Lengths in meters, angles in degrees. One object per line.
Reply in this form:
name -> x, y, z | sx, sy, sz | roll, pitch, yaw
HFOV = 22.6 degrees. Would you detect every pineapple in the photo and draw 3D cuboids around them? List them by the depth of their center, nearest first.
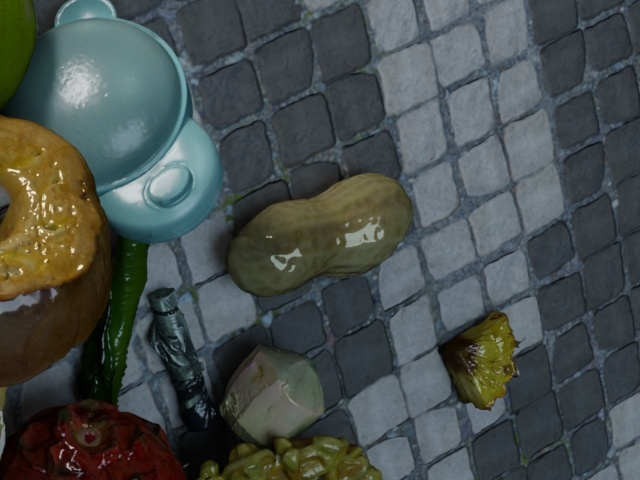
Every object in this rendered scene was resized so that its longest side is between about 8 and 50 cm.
pineapple -> 0.214, 0.159, 2.191 | 0.116, 0.069, 0.137 | 19, 83, -31

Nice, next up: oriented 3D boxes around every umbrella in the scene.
umbrella -> -0.168, 0.147, 1.928 | 0.050, 0.046, 0.188 | -37, 123, -43

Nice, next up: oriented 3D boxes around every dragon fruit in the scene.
dragon fruit -> -0.258, 0.291, 1.780 | 0.241, 0.252, 0.241 | 27, 43, -29

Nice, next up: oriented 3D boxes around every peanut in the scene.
peanut -> 0.000, 0.000, 1.961 | 0.256, 0.123, 0.124 | -23, 116, -24

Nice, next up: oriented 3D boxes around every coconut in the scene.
coconut -> -0.054, 0.190, 1.964 | 0.116, 0.116, 0.122 | 35, 102, -36

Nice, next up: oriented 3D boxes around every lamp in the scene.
lamp -> -0.223, -0.119, 1.694 | 0.209, 0.147, 0.284 | -41, 88, -8

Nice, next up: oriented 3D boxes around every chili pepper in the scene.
chili pepper -> -0.224, 0.074, 1.854 | 0.085, 0.076, 0.359 | -20, 125, -58

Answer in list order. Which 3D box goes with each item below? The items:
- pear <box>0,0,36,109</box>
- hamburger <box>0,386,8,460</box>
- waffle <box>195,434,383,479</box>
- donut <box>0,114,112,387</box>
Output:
pear -> -0.377, -0.225, 1.603 | 0.187, 0.187, 0.220 | 6, 86, -35
hamburger -> -0.432, 0.158, 1.610 | 0.209, 0.162, 0.330 | 9, 94, -31
waffle -> -0.081, 0.347, 1.972 | 0.302, 0.068, 0.325 | 12, 122, -42
donut -> -0.352, 0.006, 1.511 | 0.317, 0.299, 0.150 | -36, 163, -36
